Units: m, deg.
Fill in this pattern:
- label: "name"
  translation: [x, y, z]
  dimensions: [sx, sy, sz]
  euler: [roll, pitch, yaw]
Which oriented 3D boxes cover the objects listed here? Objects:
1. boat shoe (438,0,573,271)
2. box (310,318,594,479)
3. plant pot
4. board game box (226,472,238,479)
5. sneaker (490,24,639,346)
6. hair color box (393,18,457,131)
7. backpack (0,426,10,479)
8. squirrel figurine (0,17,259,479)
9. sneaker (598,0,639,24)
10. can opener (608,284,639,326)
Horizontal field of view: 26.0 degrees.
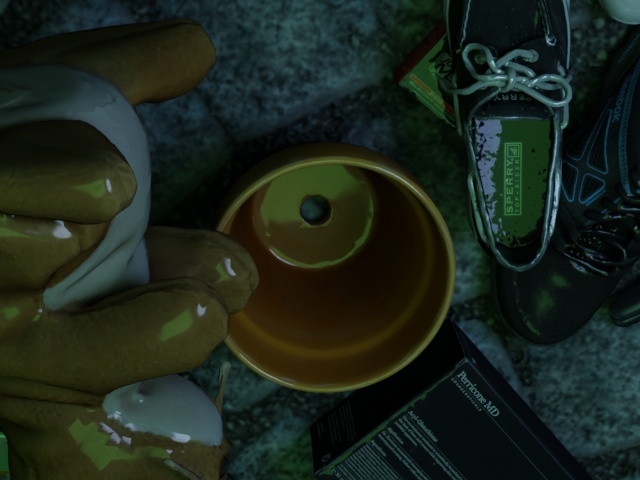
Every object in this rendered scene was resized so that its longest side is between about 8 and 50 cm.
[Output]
- label: "boat shoe"
  translation: [0.155, -0.126, 1.158]
  dimensions: [0.113, 0.105, 0.306]
  euler: [2, 103, 3]
- label: "box"
  translation: [0.142, 0.236, 1.344]
  dimensions: [0.184, 0.103, 0.261]
  euler: [-38, 108, 12]
- label: "plant pot"
  translation: [0.000, 0.000, 1.202]
  dimensions: [0.205, 0.188, 0.205]
  euler: [-2, 110, -5]
- label: "board game box"
  translation: [-0.198, 0.305, 1.380]
  dimensions: [0.260, 0.030, 0.136]
  euler: [-43, 110, 10]
- label: "sneaker"
  translation: [0.260, -0.044, 1.234]
  dimensions: [0.125, 0.139, 0.340]
  euler: [22, 108, -14]
- label: "hair color box"
  translation: [0.139, -0.173, 1.228]
  dimensions: [0.072, 0.043, 0.141]
  euler: [39, 102, -15]
- label: "backpack"
  translation: [-0.256, 0.155, 1.251]
  dimensions: [0.188, 0.166, 0.144]
  euler: [-7, 125, -4]
- label: "squirrel figurine"
  translation: [-0.242, 0.069, 1.033]
  dimensions: [0.397, 0.281, 0.370]
  euler: [-6, 118, 4]
- label: "sneaker"
  translation: [0.288, -0.295, 1.171]
  dimensions: [0.090, 0.095, 0.235]
  euler: [7, 110, -9]
- label: "can opener"
  translation: [0.359, 0.030, 1.321]
  dimensions: [0.186, 0.073, 0.059]
  euler: [-34, 148, 11]
